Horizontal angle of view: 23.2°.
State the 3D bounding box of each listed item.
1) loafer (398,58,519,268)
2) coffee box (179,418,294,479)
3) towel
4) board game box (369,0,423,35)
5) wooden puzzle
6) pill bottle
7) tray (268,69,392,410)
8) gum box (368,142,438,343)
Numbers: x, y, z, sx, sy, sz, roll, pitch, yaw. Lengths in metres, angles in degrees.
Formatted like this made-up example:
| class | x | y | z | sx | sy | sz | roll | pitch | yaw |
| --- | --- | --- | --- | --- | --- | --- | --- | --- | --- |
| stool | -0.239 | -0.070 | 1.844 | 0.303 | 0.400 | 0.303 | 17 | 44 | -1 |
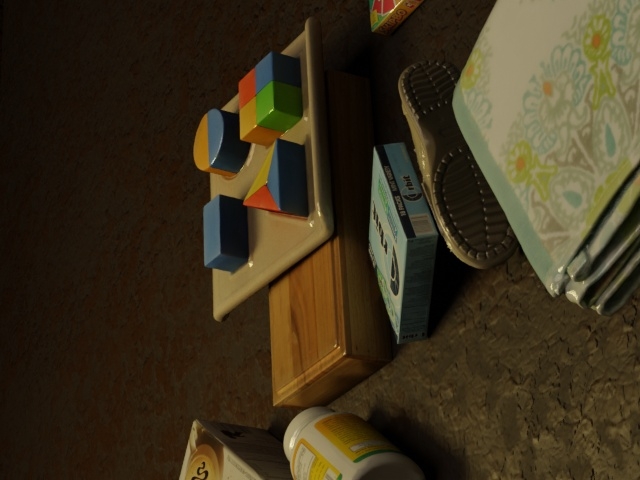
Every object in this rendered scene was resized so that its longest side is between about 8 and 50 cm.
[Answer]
| class | x | y | z | sx | sy | sz | roll | pitch | yaw |
| --- | --- | --- | --- | --- | --- | --- | --- | --- | --- |
| loafer | 0.163 | -0.081 | 1.775 | 0.092 | 0.102 | 0.268 | 68 | -174 | -64 |
| coffee box | -0.086 | 0.365 | 2.075 | 0.297 | 0.119 | 0.168 | 26 | 103 | 63 |
| towel | 0.264 | -0.156 | 1.465 | 0.320 | 0.090 | 0.374 | -61 | 32 | 32 |
| board game box | 0.102 | -0.414 | 2.081 | 0.124 | 0.039 | 0.259 | -41 | 43 | 51 |
| wooden puzzle | -0.093 | -0.096 | 2.135 | 0.348 | 0.080 | 0.322 | -42 | 45 | 52 |
| pill bottle | 0.034 | 0.275 | 1.870 | 0.208 | 0.118 | 0.117 | 31 | 109 | 62 |
| tray | 0.000 | 0.000 | 2.088 | 0.203 | 0.076 | 0.411 | -41 | 46 | 52 |
| gum box | 0.096 | 0.004 | 1.852 | 0.184 | 0.041 | 0.157 | 92 | 166 | -46 |
